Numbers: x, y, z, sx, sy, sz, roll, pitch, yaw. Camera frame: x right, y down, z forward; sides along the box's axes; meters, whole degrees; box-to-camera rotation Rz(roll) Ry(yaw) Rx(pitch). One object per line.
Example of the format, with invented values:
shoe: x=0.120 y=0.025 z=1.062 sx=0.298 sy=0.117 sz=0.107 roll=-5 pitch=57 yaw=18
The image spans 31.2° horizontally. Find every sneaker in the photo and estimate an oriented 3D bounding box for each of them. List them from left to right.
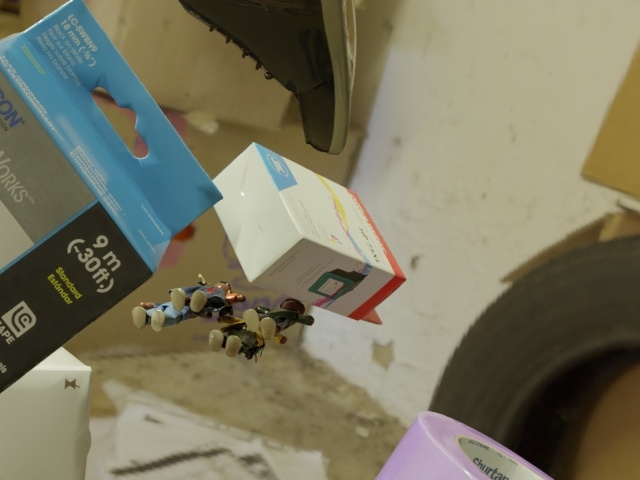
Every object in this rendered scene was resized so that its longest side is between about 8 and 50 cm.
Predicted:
sneaker: x=-0.036 y=-0.154 z=0.849 sx=0.118 sy=0.222 sz=0.083 roll=1 pitch=49 yaw=7

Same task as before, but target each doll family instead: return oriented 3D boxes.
doll family: x=-0.103 y=0.078 z=1.194 sx=0.193 sy=0.076 sz=0.111 roll=20 pitch=15 yaw=16

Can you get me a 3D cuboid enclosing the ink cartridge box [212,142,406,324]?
ink cartridge box: x=0.000 y=0.000 z=1.202 sx=0.231 sy=0.078 sz=0.134 roll=22 pitch=33 yaw=-51

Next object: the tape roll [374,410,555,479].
tape roll: x=0.186 y=0.279 z=1.104 sx=0.275 sy=0.090 sz=0.275 roll=34 pitch=5 yaw=-4

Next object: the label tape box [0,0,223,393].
label tape box: x=-0.267 y=-0.034 z=0.988 sx=0.240 sy=0.334 sz=0.106 roll=55 pitch=-16 yaw=-13

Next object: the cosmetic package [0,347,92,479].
cosmetic package: x=-0.425 y=0.238 z=1.573 sx=0.155 sy=0.197 sz=0.365 roll=4 pitch=0 yaw=-22
